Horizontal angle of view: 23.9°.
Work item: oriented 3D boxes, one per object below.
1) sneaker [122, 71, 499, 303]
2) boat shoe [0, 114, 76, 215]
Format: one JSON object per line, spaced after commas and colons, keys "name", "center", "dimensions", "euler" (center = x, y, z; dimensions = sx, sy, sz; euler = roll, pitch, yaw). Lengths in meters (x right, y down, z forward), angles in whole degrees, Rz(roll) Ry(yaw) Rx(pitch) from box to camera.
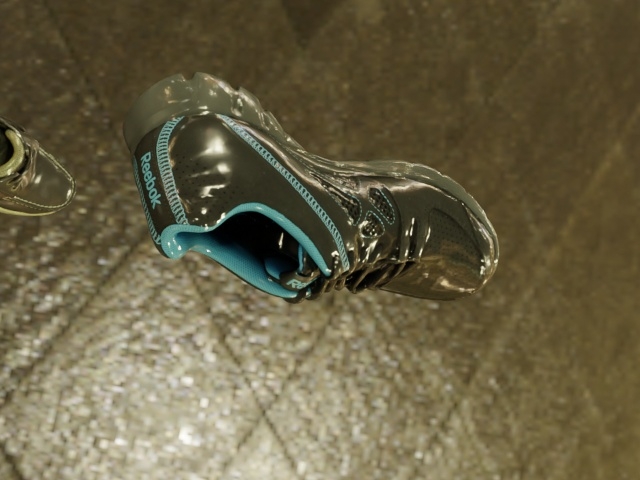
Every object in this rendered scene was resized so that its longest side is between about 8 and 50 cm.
{"name": "sneaker", "center": [0.000, 0.000, 1.151], "dimensions": [0.341, 0.125, 0.139], "euler": [19, 43, -31]}
{"name": "boat shoe", "center": [-0.311, -0.078, 1.438], "dimensions": [0.223, 0.073, 0.080], "euler": [33, 73, -46]}
